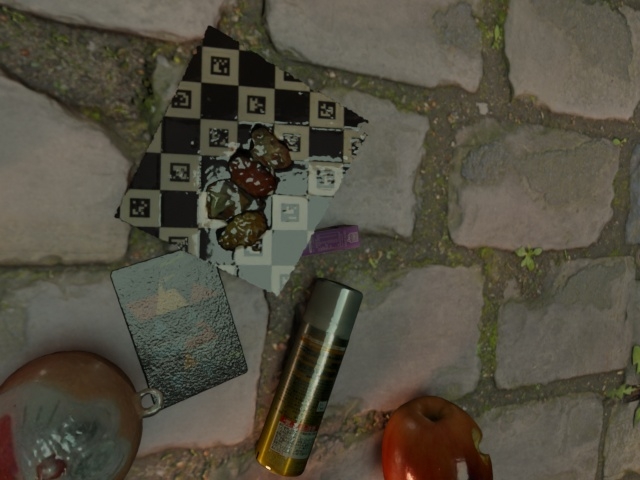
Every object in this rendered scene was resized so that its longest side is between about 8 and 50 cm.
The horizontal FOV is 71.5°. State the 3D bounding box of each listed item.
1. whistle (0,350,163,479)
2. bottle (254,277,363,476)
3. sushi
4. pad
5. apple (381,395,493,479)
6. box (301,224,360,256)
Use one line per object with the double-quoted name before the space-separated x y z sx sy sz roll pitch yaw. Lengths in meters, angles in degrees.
"whistle" -0.352 0.237 0.493 0.347 0.189 0.189 -16 101 -11
"bottle" -0.015 0.201 0.679 0.082 0.082 0.286 21 86 -24
"sushi" -0.103 -0.104 0.633 0.264 0.050 0.290 27 85 -9
"pad" -0.195 0.121 0.634 0.142 0.003 0.212 -19 102 -22
"apple" 0.191 0.359 0.740 0.199 0.199 0.199 -2 95 -24
"box" 0.000 0.000 0.687 0.117 0.050 0.036 -9 97 -25
